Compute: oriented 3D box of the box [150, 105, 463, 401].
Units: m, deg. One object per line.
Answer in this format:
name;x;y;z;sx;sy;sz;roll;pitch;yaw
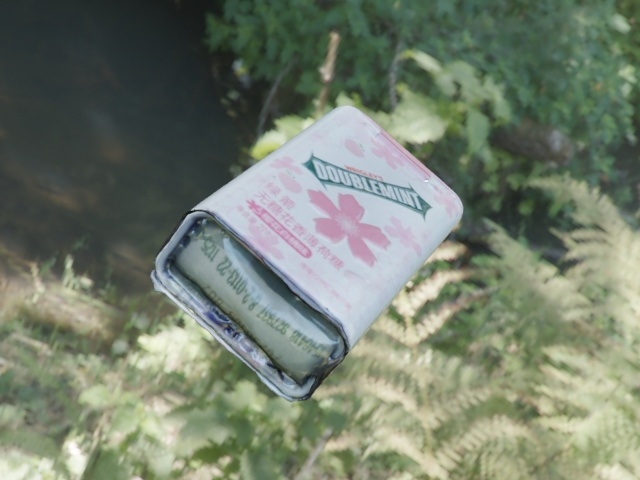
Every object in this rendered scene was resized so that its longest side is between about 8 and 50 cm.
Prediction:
box;0.000;0.000;1.232;0.190;0.112;0.370;41;31;5
